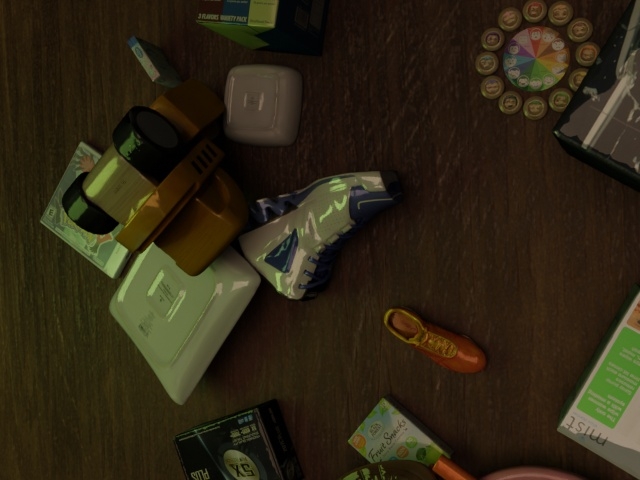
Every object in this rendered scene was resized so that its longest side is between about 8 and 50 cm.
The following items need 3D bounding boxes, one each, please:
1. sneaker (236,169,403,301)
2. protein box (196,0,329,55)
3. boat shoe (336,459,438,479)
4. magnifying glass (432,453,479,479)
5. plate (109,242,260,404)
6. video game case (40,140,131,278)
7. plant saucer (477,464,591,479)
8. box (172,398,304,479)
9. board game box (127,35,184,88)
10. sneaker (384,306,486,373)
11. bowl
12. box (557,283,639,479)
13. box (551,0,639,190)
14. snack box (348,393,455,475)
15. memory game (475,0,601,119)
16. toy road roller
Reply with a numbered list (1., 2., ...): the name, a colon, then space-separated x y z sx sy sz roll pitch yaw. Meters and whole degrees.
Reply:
1. sneaker: -0.001 0.000 1.247 0.315 0.127 0.182 -16 89 27
2. protein box: -0.078 -0.417 1.217 0.136 0.200 0.201 10 94 20
3. boat shoe: 0.062 0.451 1.227 0.342 0.123 0.123 -40 56 22
4. magnifying glass: 0.265 0.389 1.110 0.231 0.026 0.092 33 102 16
5. plate: -0.256 0.094 1.329 0.277 0.045 0.278 43 108 34
6. video game case: -0.416 -0.058 1.447 0.201 0.023 0.183 35 102 17
7. plant saucer: 0.332 0.493 1.141 0.332 0.084 0.332 0 90 21
8. box: -0.142 0.374 1.322 0.180 0.077 0.147 -22 84 20
9. board game box: -0.289 -0.311 1.357 0.020 0.090 0.090 -39 77 15
10. sneaker: 0.175 0.161 1.204 0.175 0.067 0.064 25 98 17
11. bowl: -0.106 -0.233 1.311 0.142 0.053 0.142 7 93 22
12. box: 0.497 0.223 1.053 0.262 0.127 0.231 31 100 17
13. box: 0.614 -0.208 0.913 0.480 0.297 0.471 32 104 17
14. snack box: 0.129 0.333 1.239 0.141 0.037 0.100 40 103 16
15. memory game: 0.327 -0.275 1.166 0.186 0.012 0.186 0 91 21
16. toy road roller: -0.229 -0.091 1.242 0.240 0.329 0.202 42 116 -10
